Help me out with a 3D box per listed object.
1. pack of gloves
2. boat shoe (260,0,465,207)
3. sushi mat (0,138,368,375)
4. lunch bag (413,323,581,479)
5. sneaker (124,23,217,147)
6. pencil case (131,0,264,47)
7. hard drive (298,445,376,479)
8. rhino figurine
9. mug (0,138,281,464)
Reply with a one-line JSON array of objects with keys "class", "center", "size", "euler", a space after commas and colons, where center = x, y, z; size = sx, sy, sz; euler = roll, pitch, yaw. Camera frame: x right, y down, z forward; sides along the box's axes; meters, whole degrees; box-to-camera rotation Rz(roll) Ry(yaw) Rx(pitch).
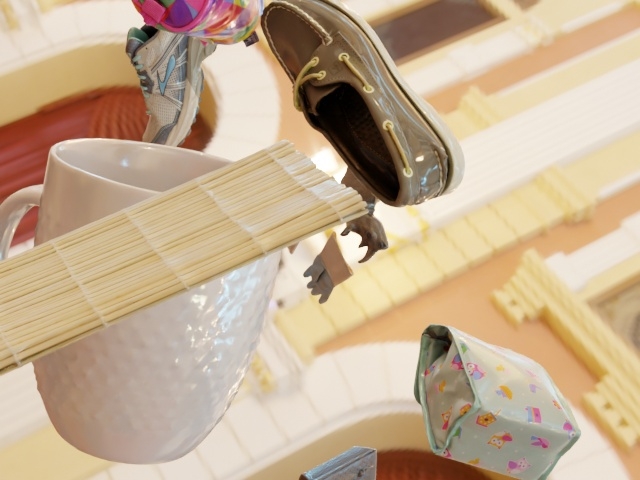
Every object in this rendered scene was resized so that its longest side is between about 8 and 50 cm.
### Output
[{"class": "pack of gloves", "center": [0.000, 0.000, 2.126], "size": [0.195, 0.046, 0.232], "euler": [64, -22, 10]}, {"class": "boat shoe", "center": [0.028, -0.158, 1.296], "size": [0.305, 0.091, 0.109], "euler": [50, -42, 18]}, {"class": "sushi mat", "center": [-0.129, 0.004, 0.935], "size": [0.151, 0.317, 0.019], "euler": [38, -33, 54]}, {"class": "lunch bag", "center": [0.286, 0.262, 2.037], "size": [0.160, 0.224, 0.262], "euler": [-60, -156, 27]}, {"class": "sneaker", "center": [-0.232, -0.258, 1.740], "size": [0.110, 0.122, 0.283], "euler": [-118, -138, -55]}, {"class": "pencil case", "center": [-0.131, -0.264, 1.309], "size": [0.104, 0.104, 0.236], "euler": [64, 11, 2]}, {"class": "hard drive", "center": [0.017, 0.479, 2.038], "size": [0.054, 0.172, 0.254], "euler": [26, -58, 38]}, {"class": "rhino figurine", "center": [0.081, -0.084, 1.827], "size": [0.073, 0.106, 0.243], "euler": [172, -71, -82]}, {"class": "mug", "center": [-0.241, 0.061, 1.398], "size": [0.374, 0.276, 0.327], "euler": [17, -76, 21]}]
